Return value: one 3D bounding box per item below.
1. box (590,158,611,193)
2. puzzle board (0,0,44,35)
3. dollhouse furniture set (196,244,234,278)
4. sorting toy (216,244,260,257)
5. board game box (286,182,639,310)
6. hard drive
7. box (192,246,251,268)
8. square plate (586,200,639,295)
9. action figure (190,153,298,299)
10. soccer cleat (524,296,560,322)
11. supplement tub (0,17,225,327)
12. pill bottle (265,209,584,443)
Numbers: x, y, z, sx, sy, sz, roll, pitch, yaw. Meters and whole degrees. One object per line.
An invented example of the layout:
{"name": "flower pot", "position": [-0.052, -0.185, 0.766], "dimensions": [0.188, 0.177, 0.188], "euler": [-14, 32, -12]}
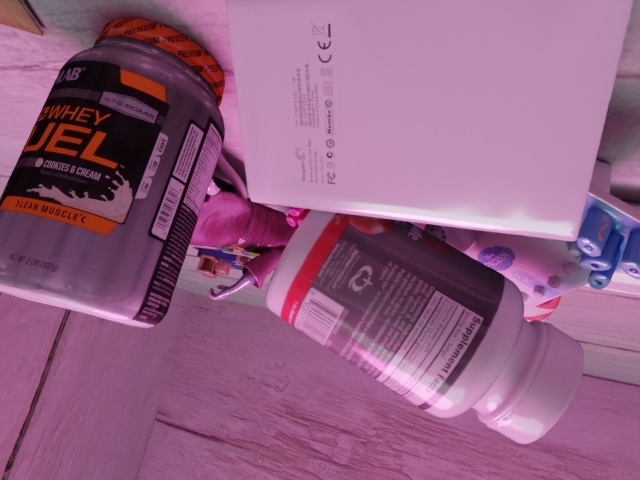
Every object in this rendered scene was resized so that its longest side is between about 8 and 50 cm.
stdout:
{"name": "box", "position": [0.248, -0.055, 0.595], "dimensions": [0.130, 0.090, 0.170], "euler": [19, 164, -18]}
{"name": "puzzle board", "position": [-0.374, -0.280, 0.499], "dimensions": [0.097, 0.011, 0.128], "euler": [16, 164, -3]}
{"name": "dollhouse furniture set", "position": [-0.192, 0.035, 1.177], "dimensions": [0.182, 0.160, 0.101], "euler": [9, 164, 20]}
{"name": "sorting toy", "position": [-0.269, 0.014, 1.406], "dimensions": [0.193, 0.038, 0.208], "euler": [9, 164, 20]}
{"name": "board game box", "position": [0.127, -0.018, 0.604], "dimensions": [0.390, 0.050, 0.390], "euler": [32, 159, 6]}
{"name": "hard drive", "position": [0.070, -0.115, 0.402], "dimensions": [0.308, 0.040, 0.202], "euler": [8, 119, 20]}
{"name": "box", "position": [-0.347, 0.070, 1.685], "dimensions": [0.226, 0.036, 0.136], "euler": [7, 163, 28]}
{"name": "square plate", "position": [0.522, 0.022, 0.704], "dimensions": [0.348, 0.049, 0.344], "euler": [8, 163, 21]}
{"name": "action figure", "position": [-0.145, -0.047, 0.889], "dimensions": [0.370, 0.247, 0.276], "euler": [23, 130, -35]}
{"name": "soccer cleat", "position": [0.385, 0.108, 1.074], "dimensions": [0.319, 0.108, 0.116], "euler": [14, 145, 6]}
{"name": "supplement tub", "position": [-0.228, -0.073, 0.528], "dimensions": [0.194, 0.315, 0.193], "euler": [13, 164, 4]}
{"name": "pill bottle", "position": [0.113, 0.085, 0.531], "dimensions": [0.319, 0.176, 0.176], "euler": [31, 167, 9]}
